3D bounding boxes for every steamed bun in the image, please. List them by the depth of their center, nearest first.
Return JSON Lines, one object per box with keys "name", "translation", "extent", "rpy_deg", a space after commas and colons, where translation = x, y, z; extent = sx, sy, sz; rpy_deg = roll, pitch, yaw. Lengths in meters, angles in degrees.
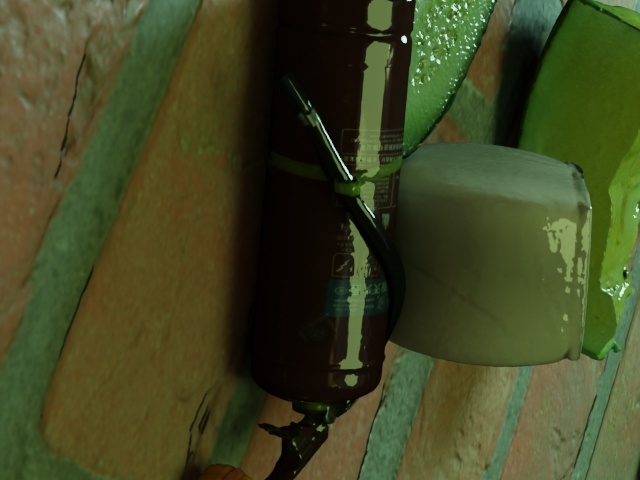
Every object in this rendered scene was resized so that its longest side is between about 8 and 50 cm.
{"name": "steamed bun", "translation": [0.115, 0.005, 1.212], "extent": [0.242, 0.164, 0.146], "rpy_deg": [-65, 159, -77]}

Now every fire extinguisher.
{"name": "fire extinguisher", "translation": [0.000, 0.000, 1.092], "extent": [0.141, 0.105, 0.341], "rpy_deg": [-8, 105, -54]}

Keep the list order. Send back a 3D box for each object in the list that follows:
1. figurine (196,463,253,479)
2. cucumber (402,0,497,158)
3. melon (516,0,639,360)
{"name": "figurine", "translation": [-0.064, 0.201, 1.106], "extent": [0.064, 0.047, 0.109], "rpy_deg": [-54, 145, -42]}
{"name": "cucumber", "translation": [0.073, -0.174, 1.198], "extent": [0.115, 0.063, 0.244], "rpy_deg": [45, 61, -47]}
{"name": "melon", "translation": [0.247, -0.058, 1.476], "extent": [0.196, 0.124, 0.323], "rpy_deg": [-4, 108, -58]}
